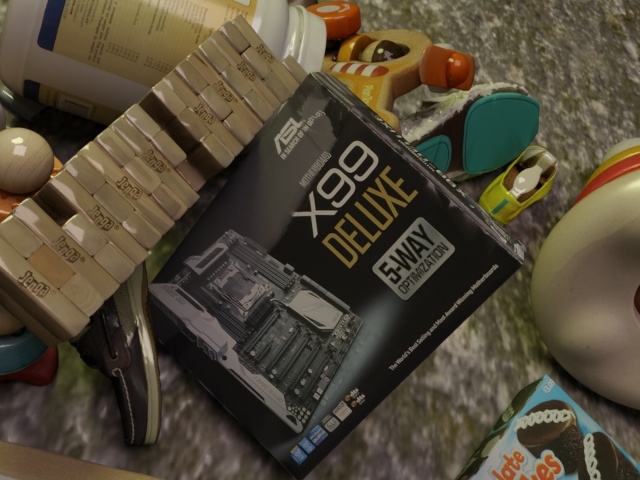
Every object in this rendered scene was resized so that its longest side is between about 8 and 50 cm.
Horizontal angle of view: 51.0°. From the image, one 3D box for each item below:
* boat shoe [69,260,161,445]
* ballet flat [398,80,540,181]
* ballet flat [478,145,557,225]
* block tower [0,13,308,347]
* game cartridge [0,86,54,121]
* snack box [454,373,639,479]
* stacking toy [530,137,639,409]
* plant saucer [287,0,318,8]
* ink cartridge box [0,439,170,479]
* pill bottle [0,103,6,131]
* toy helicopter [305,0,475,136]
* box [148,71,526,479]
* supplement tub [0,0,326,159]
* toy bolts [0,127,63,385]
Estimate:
[{"bbox_3d":[-0.195,0.083,0.620,0.074,0.080,0.223,-8,93,-25],"label":"boat shoe"},{"bbox_3d":[0.154,-0.150,0.957,0.409,0.147,0.147,-24,71,-36],"label":"ballet flat"},{"bbox_3d":[0.319,-0.097,1.025,0.077,0.077,0.231,44,50,8],"label":"ballet flat"},{"bbox_3d":[-0.142,-0.067,0.567,0.097,0.091,0.335,48,51,-16],"label":"block tower"},{"bbox_3d":[-0.341,-0.181,0.810,0.056,0.017,0.083,35,50,5],"label":"game cartridge"},{"bbox_3d":[0.224,0.312,0.709,0.187,0.060,0.322,45,51,9],"label":"snack box"},{"bbox_3d":[0.488,-0.023,0.958,0.351,0.350,0.480,33,33,-1],"label":"stacking toy"},{"bbox_3d":[-0.144,-0.395,0.968,0.311,0.050,0.310,10,54,-15],"label":"plant saucer"},{"bbox_3d":[-0.218,0.266,0.453,0.193,0.088,0.234,6,46,17],"label":"ink cartridge box"},{"bbox_3d":[-0.430,-0.186,0.703,0.121,0.121,0.216,-22,69,-35],"label":"pill bottle"},{"bbox_3d":[0.080,-0.187,0.831,0.235,0.140,0.355,-1,35,9],"label":"toy helicopter"},{"bbox_3d":[-0.003,0.038,0.637,0.242,0.307,0.076,44,21,7],"label":"box"},{"bbox_3d":[-0.175,-0.227,0.773,0.316,0.228,0.228,18,52,-21],"label":"supplement tub"},{"bbox_3d":[-0.319,0.016,0.591,0.218,0.158,0.228,-9,62,-30],"label":"toy bolts"}]
